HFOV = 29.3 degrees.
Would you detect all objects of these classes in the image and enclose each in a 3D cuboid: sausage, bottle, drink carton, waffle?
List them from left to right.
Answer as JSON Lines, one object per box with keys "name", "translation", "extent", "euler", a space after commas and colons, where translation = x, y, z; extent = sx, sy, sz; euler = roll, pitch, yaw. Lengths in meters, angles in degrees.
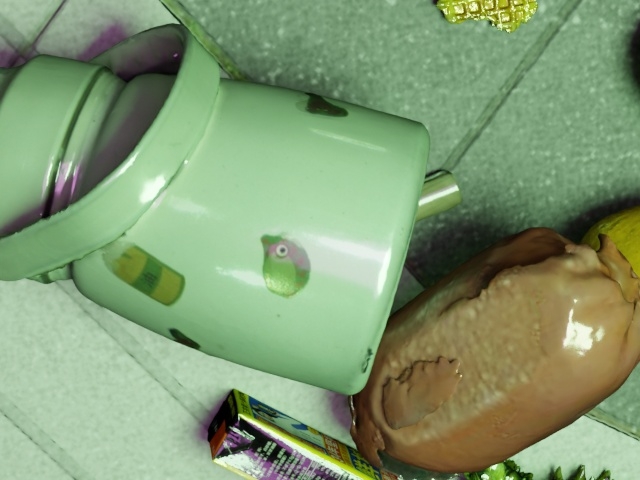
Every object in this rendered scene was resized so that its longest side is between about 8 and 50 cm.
{"name": "bottle", "translation": [-0.108, -0.038, 0.893], "extent": [0.352, 0.229, 0.229], "euler": [17, 99, 0]}
{"name": "drink carton", "translation": [-0.013, 0.191, 1.028], "extent": [0.166, 0.071, 0.056], "euler": [29, 93, -12]}
{"name": "sausage", "translation": [0.132, 0.092, 0.949], "extent": [0.152, 0.152, 0.280], "euler": [39, 130, -14]}
{"name": "waffle", "translation": [0.139, -0.205, 0.998], "extent": [0.085, 0.016, 0.078], "euler": [21, 98, -13]}

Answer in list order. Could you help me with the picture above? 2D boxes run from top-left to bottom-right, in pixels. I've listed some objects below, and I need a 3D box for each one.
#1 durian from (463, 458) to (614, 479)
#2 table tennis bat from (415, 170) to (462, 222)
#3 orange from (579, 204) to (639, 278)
{"name": "durian", "translation": [0.246, 0.272, 1.062], "extent": [0.375, 0.106, 0.132], "euler": [34, 90, 7]}
{"name": "table tennis bat", "translation": [0.000, 0.000, 1.017], "extent": [0.246, 0.022, 0.138], "euler": [-23, 103, -3]}
{"name": "orange", "translation": [0.282, 0.039, 1.006], "extent": [0.156, 0.156, 0.134], "euler": [36, 89, -14]}
